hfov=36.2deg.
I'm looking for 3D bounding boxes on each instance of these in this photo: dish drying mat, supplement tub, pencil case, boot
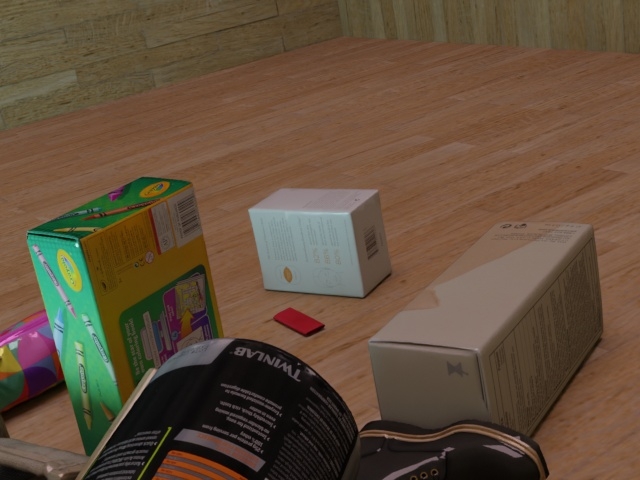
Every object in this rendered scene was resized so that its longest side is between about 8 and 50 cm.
[{"bbox_3d":[-0.029,0.108,1.302,0.032,0.008,0.083,-22,24,-28],"label":"dish drying mat"},{"bbox_3d":[-0.098,0.231,0.708,0.193,0.194,0.316,-2,29,21],"label":"supplement tub"},{"bbox_3d":[-0.355,0.140,1.241,0.104,0.104,0.236,9,27,42],"label":"pencil case"},{"bbox_3d":[0.087,0.226,0.858,0.198,0.077,0.137,-11,20,40],"label":"boot"}]

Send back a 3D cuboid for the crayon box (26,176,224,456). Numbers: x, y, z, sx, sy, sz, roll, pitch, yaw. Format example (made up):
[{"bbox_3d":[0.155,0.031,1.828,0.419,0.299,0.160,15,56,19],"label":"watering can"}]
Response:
[{"bbox_3d":[-0.188,0.092,1.028,0.081,0.278,0.165,6,25,34],"label":"crayon box"}]

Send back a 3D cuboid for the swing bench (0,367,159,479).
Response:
[{"bbox_3d":[-0.289,0.233,0.878,0.253,0.165,0.254,5,30,34],"label":"swing bench"}]

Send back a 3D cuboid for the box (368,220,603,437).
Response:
[{"bbox_3d":[0.185,0.100,1.026,0.121,0.148,0.311,3,23,34],"label":"box"}]

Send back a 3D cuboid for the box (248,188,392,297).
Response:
[{"bbox_3d":[0.000,0.000,1.401,0.170,0.130,0.091,4,25,32],"label":"box"}]
